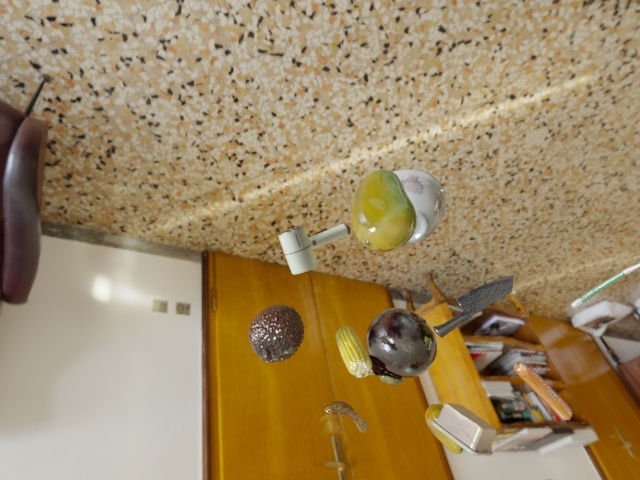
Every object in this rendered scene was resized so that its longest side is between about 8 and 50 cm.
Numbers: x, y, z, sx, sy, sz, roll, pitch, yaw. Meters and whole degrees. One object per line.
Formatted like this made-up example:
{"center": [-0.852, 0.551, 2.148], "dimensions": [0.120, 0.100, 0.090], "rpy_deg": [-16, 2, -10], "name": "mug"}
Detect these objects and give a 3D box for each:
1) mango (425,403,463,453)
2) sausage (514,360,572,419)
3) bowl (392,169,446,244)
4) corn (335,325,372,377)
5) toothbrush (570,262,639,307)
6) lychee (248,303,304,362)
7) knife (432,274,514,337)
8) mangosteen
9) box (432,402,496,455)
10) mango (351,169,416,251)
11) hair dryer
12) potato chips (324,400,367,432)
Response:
{"center": [0.415, 0.618, 1.376], "dimensions": [0.089, 0.163, 0.111], "rpy_deg": [-22, 114, -16], "name": "mango"}
{"center": [0.789, 0.531, 1.460], "dimensions": [0.053, 0.053, 0.348], "rpy_deg": [-38, 109, 27], "name": "sausage"}
{"center": [0.336, -0.092, 1.626], "dimensions": [0.345, 0.157, 0.346], "rpy_deg": [1, 126, 1], "name": "bowl"}
{"center": [0.104, 0.354, 1.325], "dimensions": [0.081, 0.248, 0.081], "rpy_deg": [-2, 103, -8], "name": "corn"}
{"center": [0.738, 0.092, 1.033], "dimensions": [0.018, 0.024, 0.257], "rpy_deg": [21, 126, -28], "name": "toothbrush"}
{"center": [-0.134, 0.284, 1.300], "dimensions": [0.187, 0.188, 0.188], "rpy_deg": [-8, 141, -7], "name": "lychee"}
{"center": [0.360, 0.146, 0.975], "dimensions": [0.230, 0.060, 0.028], "rpy_deg": [-32, 150, 0], "name": "knife"}
{"center": [0.296, 0.401, 1.575], "dimensions": [0.287, 0.288, 0.288], "rpy_deg": [-8, 141, -7], "name": "mangosteen"}
{"center": [0.327, 0.421, 0.934], "dimensions": [0.089, 0.122, 0.062], "rpy_deg": [23, 89, -36], "name": "box"}
{"center": [0.152, -0.083, 1.027], "dimensions": [0.156, 0.251, 0.114], "rpy_deg": [-10, 145, 10], "name": "mango"}
{"center": [0.000, 0.000, 1.929], "dimensions": [0.361, 0.203, 0.128], "rpy_deg": [-22, -173, -19], "name": "hair dryer"}
{"center": [0.063, 0.363, 0.853], "dimensions": [0.037, 0.026, 0.204], "rpy_deg": [-42, 141, -5], "name": "potato chips"}
